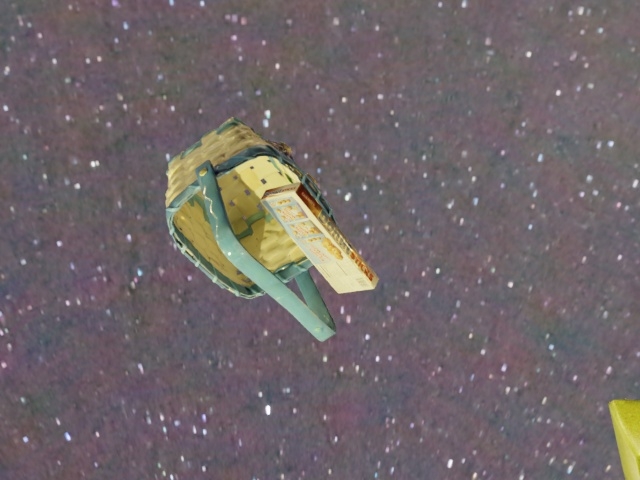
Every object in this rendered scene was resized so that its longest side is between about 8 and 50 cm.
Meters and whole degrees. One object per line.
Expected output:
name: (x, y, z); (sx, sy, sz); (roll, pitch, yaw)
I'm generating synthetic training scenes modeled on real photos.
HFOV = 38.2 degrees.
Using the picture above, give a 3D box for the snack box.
snack box: (0.000, 0.000, 1.171); (0.064, 0.178, 0.022); (-10, -140, 43)

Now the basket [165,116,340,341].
basket: (-0.089, -0.018, 1.259); (0.201, 0.255, 0.289); (-31, -134, 10)

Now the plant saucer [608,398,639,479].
plant saucer: (0.385, 0.238, 0.900); (0.188, 0.188, 0.045); (0, -139, 29)
